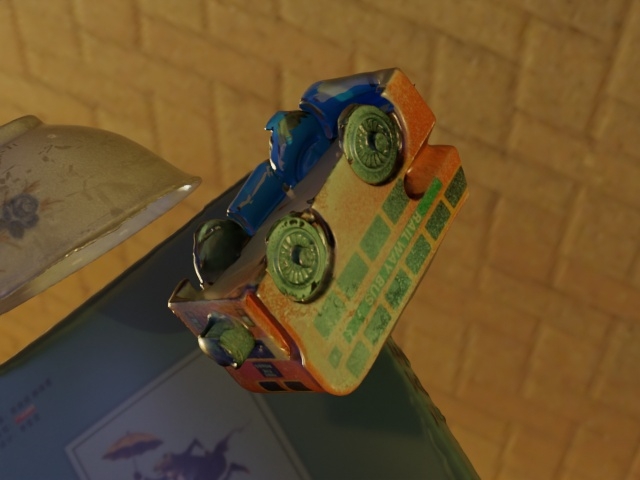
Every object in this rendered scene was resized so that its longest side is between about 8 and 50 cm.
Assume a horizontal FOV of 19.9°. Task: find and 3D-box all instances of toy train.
[{"bbox_3d":[0.000,0.000,0.927,0.072,0.188,0.099,-2,136,42],"label":"toy train"}]

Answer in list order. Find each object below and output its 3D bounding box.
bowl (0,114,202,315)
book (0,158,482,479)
[{"bbox_3d":[-0.278,-0.029,1.708,0.146,0.313,0.313,57,151,-2],"label":"bowl"},{"bbox_3d":[-0.035,0.176,0.989,0.379,0.264,0.031,59,-168,21],"label":"book"}]
